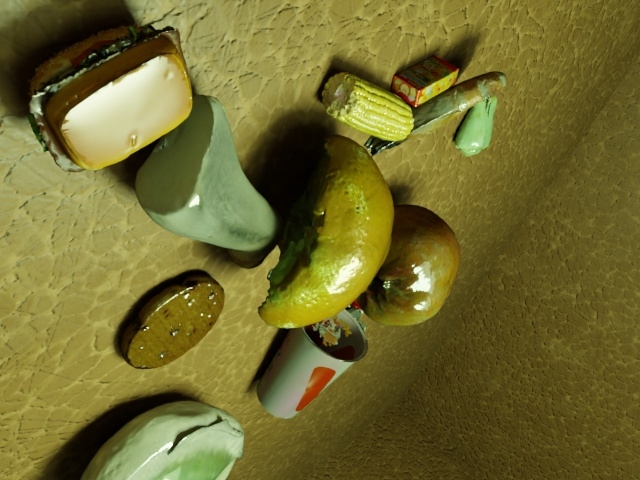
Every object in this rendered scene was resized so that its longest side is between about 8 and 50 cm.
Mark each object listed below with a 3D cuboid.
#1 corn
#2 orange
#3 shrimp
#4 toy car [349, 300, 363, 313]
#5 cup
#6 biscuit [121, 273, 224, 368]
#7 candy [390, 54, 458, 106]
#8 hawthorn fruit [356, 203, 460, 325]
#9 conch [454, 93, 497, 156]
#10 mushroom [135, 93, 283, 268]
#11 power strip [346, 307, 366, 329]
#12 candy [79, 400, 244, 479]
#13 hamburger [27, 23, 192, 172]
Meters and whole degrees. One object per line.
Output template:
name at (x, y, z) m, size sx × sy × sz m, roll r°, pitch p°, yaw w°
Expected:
corn at (0.089, -0.219, 0.991) m, size 0.081 × 0.081 × 0.248 m, roll -57°, pitch 155°, yaw 18°
orange at (0.009, 0.004, 0.978) m, size 0.335 × 0.196 × 0.262 m, roll -58°, pitch 174°, yaw 7°
shrimp at (0.224, -0.255, 1.168) m, size 0.316 × 0.062 × 0.164 m, roll -29°, pitch -174°, yaw -3°
toy car at (0.156, 0.156, 1.641) m, size 0.139 × 0.112 × 0.112 m, roll -26°, pitch 147°, yaw -40°
cup at (-0.037, 0.311, 1.480) m, size 0.203 × 0.203 × 0.288 m, roll -12°, pitch 144°, yaw -54°
biscuit at (-0.251, 0.142, 1.017) m, size 0.212 × 0.036 × 0.212 m, roll -39°, pitch 156°, yaw -21°
candy at (0.193, -0.295, 1.079) m, size 0.122 × 0.062 × 0.038 m, roll -33°, pitch 150°, yaw -31°
hawthorn fruit at (0.199, 0.042, 1.364) m, size 0.301 × 0.267 × 0.268 m, roll -35°, pitch 155°, yaw -49°
conch at (0.388, -0.284, 1.426) m, size 0.106 × 0.079 × 0.170 m, roll -41°, pitch 153°, yaw -55°
mushroom at (-0.131, -0.056, 0.818) m, size 0.159 × 0.122 × 0.329 m, roll -39°, pitch 157°, yaw 1°
power strip at (0.053, 0.304, 1.712) m, size 0.251 × 0.092 × 0.257 m, roll -12°, pitch 139°, yaw -54°
candy at (-0.338, 0.482, 1.198) m, size 0.386 × 0.186 × 0.427 m, roll -48°, pitch 156°, yaw -22°
hamburger at (-0.210, -0.143, 0.589) m, size 0.166 × 0.087 × 0.137 m, roll -36°, pitch 154°, yaw -23°
